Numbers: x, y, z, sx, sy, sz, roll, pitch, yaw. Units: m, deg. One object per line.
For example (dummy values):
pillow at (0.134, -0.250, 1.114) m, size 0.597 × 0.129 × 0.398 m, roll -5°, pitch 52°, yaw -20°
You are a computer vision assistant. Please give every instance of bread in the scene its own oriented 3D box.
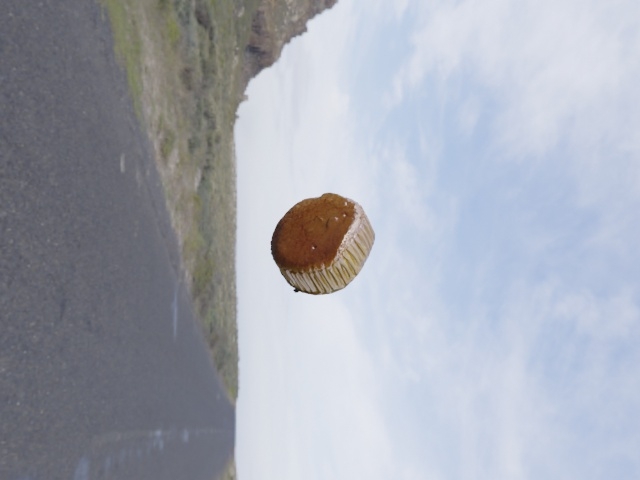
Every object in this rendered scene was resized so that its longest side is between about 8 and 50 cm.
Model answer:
bread at (0.001, 0.000, 1.032) m, size 0.104 × 0.199 × 0.199 m, roll 63°, pitch 14°, yaw -46°
